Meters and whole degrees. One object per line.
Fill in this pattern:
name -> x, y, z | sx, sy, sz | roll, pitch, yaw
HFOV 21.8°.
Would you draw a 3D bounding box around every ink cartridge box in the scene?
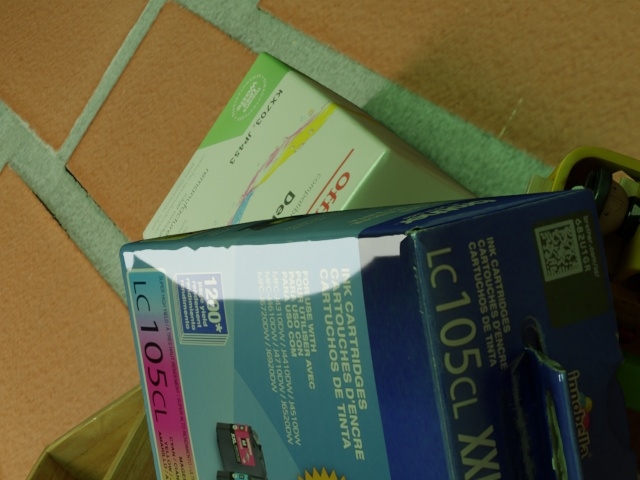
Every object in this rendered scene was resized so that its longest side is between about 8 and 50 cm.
ink cartridge box -> 0.049, 0.113, 1.029 | 0.395, 0.151, 0.270 | -4, 97, 53
ink cartridge box -> 0.000, 0.000, 1.340 | 0.207, 0.119, 0.353 | -57, 30, 6

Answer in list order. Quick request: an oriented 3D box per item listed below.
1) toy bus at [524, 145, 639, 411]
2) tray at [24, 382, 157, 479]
toy bus -> 0.174, -0.006, 1.038 | 0.191, 0.104, 0.202 | -72, 2, -61
tray -> -0.227, 0.294, 1.356 | 0.203, 0.076, 0.411 | -34, 19, 38
